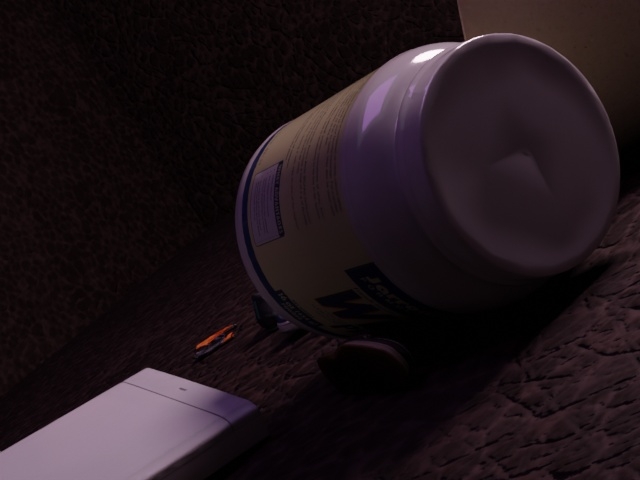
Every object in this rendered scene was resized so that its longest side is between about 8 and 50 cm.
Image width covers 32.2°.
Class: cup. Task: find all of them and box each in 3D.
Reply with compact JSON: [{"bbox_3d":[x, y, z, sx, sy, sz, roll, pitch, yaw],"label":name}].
[{"bbox_3d":[0.285,-0.224,1.193,0.237,0.331,0.331,-12,13,14],"label":"cup"}]

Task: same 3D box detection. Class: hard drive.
[{"bbox_3d":[-0.252,0.237,1.041,0.353,0.047,0.233,-30,21,-31],"label":"hard drive"}]

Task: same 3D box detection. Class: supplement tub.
[{"bbox_3d":[0.085,-0.040,1.008,0.235,0.235,0.325,-38,8,-29],"label":"supplement tub"}]

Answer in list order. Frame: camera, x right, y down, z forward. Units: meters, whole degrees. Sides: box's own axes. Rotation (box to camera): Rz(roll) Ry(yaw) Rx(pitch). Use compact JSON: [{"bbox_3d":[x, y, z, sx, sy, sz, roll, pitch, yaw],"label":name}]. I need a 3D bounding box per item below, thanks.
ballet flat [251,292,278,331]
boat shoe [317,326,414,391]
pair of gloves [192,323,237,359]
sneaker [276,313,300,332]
[{"bbox_3d":[-0.030,0.050,1.573,0.074,0.074,0.203,-26,10,46],"label":"ballet flat"},{"bbox_3d":[0.044,0.100,0.980,0.049,0.056,0.152,-43,10,-23],"label":"boat shoe"},{"bbox_3d":[-0.160,0.155,1.690,0.074,0.010,0.083,-32,10,5],"label":"pair of gloves"},{"bbox_3d":[0.000,0.000,1.415,0.226,0.163,0.086,-38,10,-20],"label":"sneaker"}]
